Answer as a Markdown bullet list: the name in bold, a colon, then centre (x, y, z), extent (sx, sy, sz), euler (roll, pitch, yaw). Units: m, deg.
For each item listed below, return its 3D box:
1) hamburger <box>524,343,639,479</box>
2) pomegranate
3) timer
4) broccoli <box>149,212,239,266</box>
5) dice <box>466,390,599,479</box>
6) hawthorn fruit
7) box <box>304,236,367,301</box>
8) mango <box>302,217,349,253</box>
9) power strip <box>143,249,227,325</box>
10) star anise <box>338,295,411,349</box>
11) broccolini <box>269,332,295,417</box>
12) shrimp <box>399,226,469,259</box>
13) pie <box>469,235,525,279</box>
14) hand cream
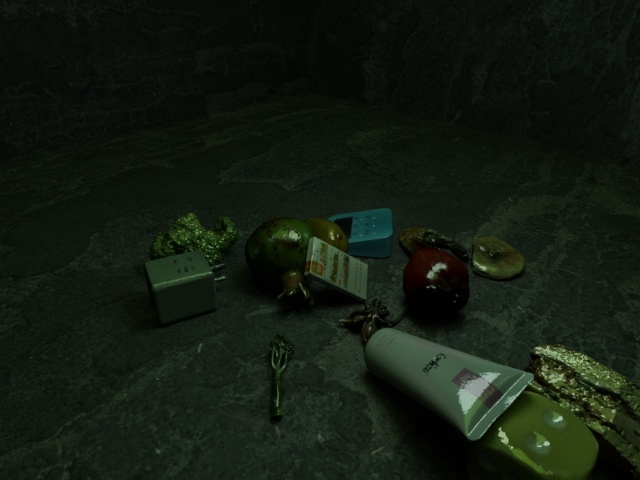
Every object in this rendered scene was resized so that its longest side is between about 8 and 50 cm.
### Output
- **hamburger**: centre (0.563, 0.352, 0.893), extent (0.155, 0.245, 0.282), euler (-41, 92, -17)
- **pomegranate**: centre (-0.123, 0.069, 1.284), extent (0.230, 0.231, 0.286), euler (4, 62, 3)
- **timer**: centre (0.135, -0.037, 1.566), extent (0.249, 0.092, 0.232), euler (1, 32, 5)
- **broccoli**: centre (-0.403, -0.023, 1.404), extent (0.253, 0.186, 0.302), euler (-5, 37, 6)
- **dice**: centre (0.384, 0.402, 0.785), extent (0.169, 0.166, 0.169), euler (-25, 41, -37)
- **hawthorn fruit**: centre (0.324, 0.114, 1.249), extent (0.189, 0.190, 0.251), euler (-2, 25, -8)
- **box**: centre (0.052, 0.087, 1.249), extent (0.220, 0.032, 0.122), euler (28, 54, -32)
- **mango**: centre (0.000, 0.000, 1.435), extent (0.114, 0.157, 0.251), euler (-11, 25, -26)
- **power strip**: centre (-0.366, 0.122, 1.213), extent (0.224, 0.139, 0.140), euler (-14, 34, -25)
- **star anise**: centre (0.182, 0.217, 1.219), extent (0.148, 0.219, 0.227), euler (-10, -27, 41)
- **broccolini**: centre (-0.091, 0.320, 1.011), extent (0.067, 0.058, 0.216), euler (-34, 35, 18)
- **shrimp**: centre (0.421, 0.036, 1.493), extent (0.233, 0.071, 0.365), euler (-3, 26, -19)
- **pie**: centre (0.608, 0.061, 1.476), extent (0.184, 0.052, 0.218), euler (14, 35, 8)
- **hand cream**: centre (0.236, 0.280, 0.905), extent (0.185, 0.118, 0.358), euler (-30, 18, -27)
